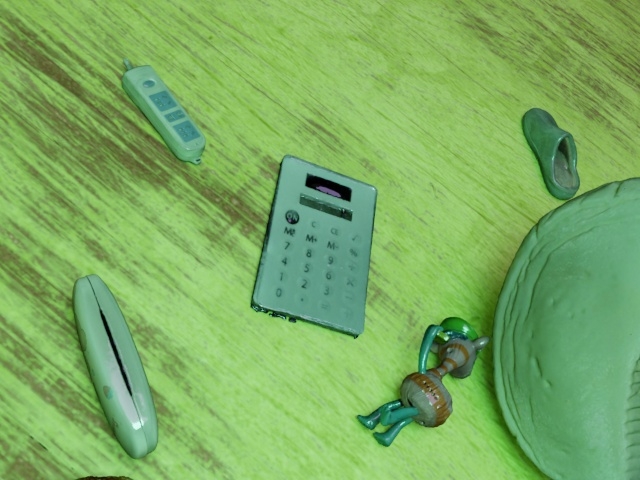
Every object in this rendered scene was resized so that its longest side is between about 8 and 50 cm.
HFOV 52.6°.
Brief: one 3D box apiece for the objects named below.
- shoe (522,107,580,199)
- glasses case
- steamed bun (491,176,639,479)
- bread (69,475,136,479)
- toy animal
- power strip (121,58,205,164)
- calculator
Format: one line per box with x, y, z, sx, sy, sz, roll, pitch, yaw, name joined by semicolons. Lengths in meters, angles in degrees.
0.433;-0.171;1.176;0.079;0.078;0.195;4;63;-22;shoe
-0.220;0.131;0.689;0.051;0.081;0.204;-16;67;-29;glasses case
0.345;0.101;0.832;0.247;0.236;0.384;-7;107;-47;steamed bun
-0.215;0.312;0.594;0.193;0.064;0.193;12;59;-21;bread
0.135;0.169;0.821;0.208;0.100;0.103;-36;114;-32;toy animal
-0.223;-0.185;0.910;0.047;0.030;0.191;-31;77;-36;power strip
0.000;0.000;0.906;0.161;0.021;0.262;18;56;-15;calculator
